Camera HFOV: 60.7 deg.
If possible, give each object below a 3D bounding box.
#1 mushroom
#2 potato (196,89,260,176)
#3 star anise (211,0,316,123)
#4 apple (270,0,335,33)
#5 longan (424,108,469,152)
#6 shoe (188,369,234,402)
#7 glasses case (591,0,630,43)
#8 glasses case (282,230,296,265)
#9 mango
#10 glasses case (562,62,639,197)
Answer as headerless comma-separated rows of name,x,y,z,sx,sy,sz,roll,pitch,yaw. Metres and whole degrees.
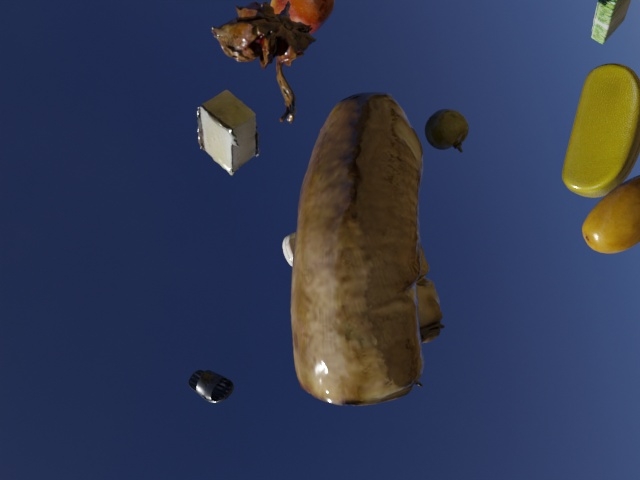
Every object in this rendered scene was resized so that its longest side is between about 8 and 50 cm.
mushroom,0.041,-0.008,0.788,0.314,0.225,0.396,-34,-62,-65
potato,-0.136,-0.161,0.818,0.086,0.122,0.061,41,-114,11
star anise,-0.119,-0.439,1.293,0.238,0.148,0.346,-19,-97,-23
apple,-0.052,-0.739,1.701,0.173,0.210,0.235,32,-163,-14
longan,0.212,-0.178,0.902,0.075,0.075,0.083,-14,-114,-46
shoe,-0.264,0.323,1.246,0.053,0.160,0.062,51,-120,-31
glasses case,0.807,-0.650,1.513,0.062,0.095,0.272,43,-170,19
glasses case,0.000,0.000,1.181,0.204,0.051,0.080,-26,-86,-44
mango,0.547,-0.052,0.957,0.102,0.184,0.084,43,-167,-23
glasses case,0.817,-0.304,1.548,0.141,0.173,0.370,12,-88,-51
